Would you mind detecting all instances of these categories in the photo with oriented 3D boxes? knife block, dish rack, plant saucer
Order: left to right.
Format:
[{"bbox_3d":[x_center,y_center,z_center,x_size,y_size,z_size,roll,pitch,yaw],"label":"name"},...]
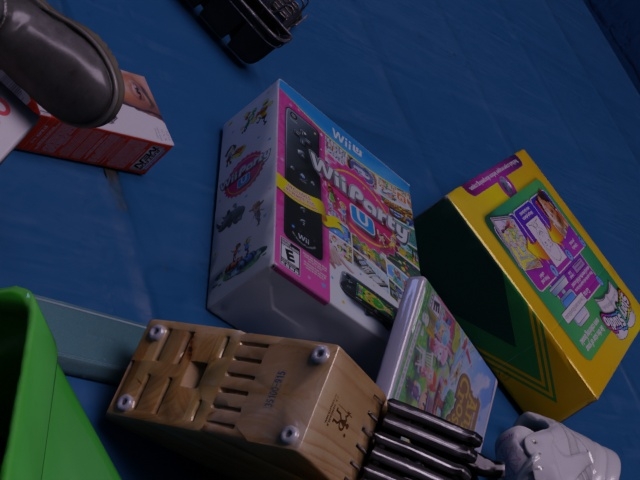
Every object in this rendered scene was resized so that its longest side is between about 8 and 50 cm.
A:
[{"bbox_3d":[-0.183,0.085,0.994,0.192,0.018,0.067,22,40,-45],"label":"plant saucer"},{"bbox_3d":[-0.102,-0.343,1.572,0.208,0.074,0.271,49,27,-7],"label":"dish rack"},{"bbox_3d":[-0.001,0.170,0.968,0.242,0.275,0.088,52,53,-45],"label":"knife block"}]

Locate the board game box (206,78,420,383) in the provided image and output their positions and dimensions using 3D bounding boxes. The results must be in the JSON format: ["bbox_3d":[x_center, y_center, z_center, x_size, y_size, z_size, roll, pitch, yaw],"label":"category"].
[{"bbox_3d":[0.000,0.000,1.290,0.224,0.097,0.303,36,31,-29],"label":"board game box"}]

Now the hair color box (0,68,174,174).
[{"bbox_3d":[-0.226,-0.124,1.141,0.167,0.053,0.093,10,47,-53],"label":"hair color box"}]

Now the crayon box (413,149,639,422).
[{"bbox_3d":[0.285,0.054,1.646,0.313,0.106,0.363,55,28,4],"label":"crayon box"}]

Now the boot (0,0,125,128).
[{"bbox_3d":[-0.251,-0.142,0.822,0.189,0.076,0.208,40,16,11],"label":"boot"}]

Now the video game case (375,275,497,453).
[{"bbox_3d":[0.108,0.175,1.173,0.193,0.023,0.212,52,45,-40],"label":"video game case"}]

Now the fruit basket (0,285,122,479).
[{"bbox_3d":[-0.268,0.179,0.521,0.392,0.283,0.392,56,19,-32],"label":"fruit basket"}]

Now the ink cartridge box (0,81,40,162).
[{"bbox_3d":[-0.374,-0.111,0.818,0.306,0.131,0.226,43,28,-13],"label":"ink cartridge box"}]

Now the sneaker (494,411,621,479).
[{"bbox_3d":[0.242,0.294,1.318,0.152,0.114,0.305,36,24,0],"label":"sneaker"}]
